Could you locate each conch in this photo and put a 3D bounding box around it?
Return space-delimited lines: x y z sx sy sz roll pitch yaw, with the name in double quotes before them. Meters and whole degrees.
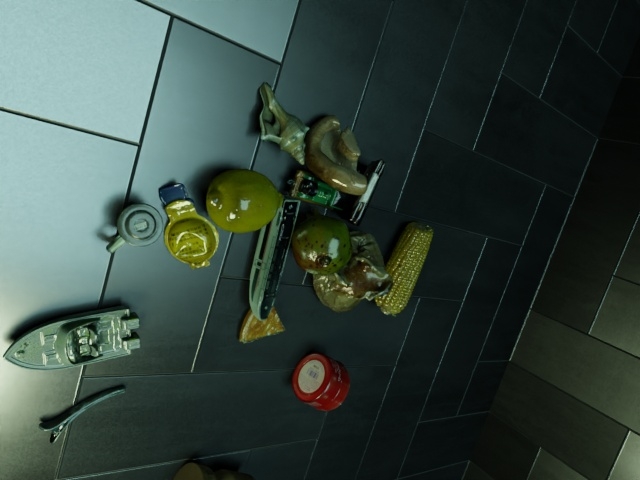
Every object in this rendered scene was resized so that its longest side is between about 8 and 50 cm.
"conch" -0.121 -0.322 1.436 0.234 0.114 0.137 39 69 -5

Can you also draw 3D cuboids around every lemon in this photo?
"lemon" -0.217 -0.113 1.392 0.248 0.184 0.184 -3 110 -41

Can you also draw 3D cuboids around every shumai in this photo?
"shumai" 0.128 0.155 1.692 0.267 0.262 0.314 8 113 -25

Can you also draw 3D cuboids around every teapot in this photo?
"teapot" -0.476 -0.025 1.270 0.111 0.108 0.149 21 86 -23

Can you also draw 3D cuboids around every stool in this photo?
"stool" -0.364 0.882 1.686 0.264 0.179 0.179 38 84 -41

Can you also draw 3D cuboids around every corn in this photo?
"corn" 0.325 0.109 1.928 0.144 0.144 0.387 18 94 -41

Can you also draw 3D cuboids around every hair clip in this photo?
"hair clip" -0.663 0.476 1.382 0.229 0.039 0.070 -30 123 -26

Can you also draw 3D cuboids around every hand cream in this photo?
"hand cream" 0.001 0.521 1.811 0.125 0.193 0.193 38 83 -42

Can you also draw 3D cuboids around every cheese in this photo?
"cheese" -0.371 -0.038 1.363 0.156 0.064 0.250 -13 110 5

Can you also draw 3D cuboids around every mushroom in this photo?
"mushroom" 0.031 -0.253 1.504 0.151 0.285 0.156 -14 158 -22

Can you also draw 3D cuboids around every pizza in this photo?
"pizza" -0.184 0.268 1.667 0.176 0.036 0.184 17 96 -42

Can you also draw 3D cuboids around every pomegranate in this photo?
"pomegranate" -0.006 -0.010 1.556 0.198 0.246 0.198 -17 158 -7

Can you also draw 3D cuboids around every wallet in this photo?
"wallet" 0.149 -0.155 1.627 0.071 0.262 0.221 28 91 0

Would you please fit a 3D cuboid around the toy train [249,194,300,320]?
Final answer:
"toy train" -0.165 0.055 1.555 0.086 0.088 0.407 -3 111 -58

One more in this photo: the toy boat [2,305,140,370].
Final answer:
"toy boat" -0.640 0.264 1.276 0.319 0.092 0.141 -8 111 -34

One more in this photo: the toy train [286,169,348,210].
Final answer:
"toy train" -0.003 -0.157 1.566 0.228 0.136 0.091 15 99 -42
